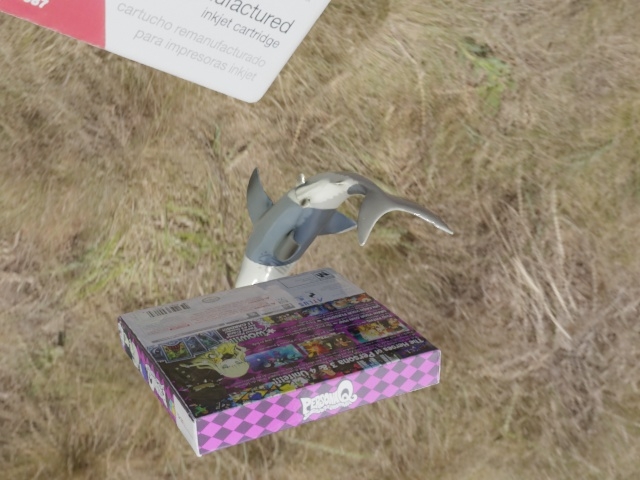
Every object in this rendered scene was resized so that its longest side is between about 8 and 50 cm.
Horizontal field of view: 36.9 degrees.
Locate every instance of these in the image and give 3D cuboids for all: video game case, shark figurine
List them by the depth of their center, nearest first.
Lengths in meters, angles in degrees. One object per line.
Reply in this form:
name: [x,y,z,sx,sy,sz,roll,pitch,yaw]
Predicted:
video game case: [-0.043,0.098,0.880,0.232,0.210,0.041,-13,115,-25]
shark figurine: [0.014,-0.024,1.040,0.116,0.166,0.278,15,149,-37]

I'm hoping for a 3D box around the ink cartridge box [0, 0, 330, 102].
ink cartridge box: [-0.043,-0.216,0.395,0.197,0.114,0.273,14,123,-45]
